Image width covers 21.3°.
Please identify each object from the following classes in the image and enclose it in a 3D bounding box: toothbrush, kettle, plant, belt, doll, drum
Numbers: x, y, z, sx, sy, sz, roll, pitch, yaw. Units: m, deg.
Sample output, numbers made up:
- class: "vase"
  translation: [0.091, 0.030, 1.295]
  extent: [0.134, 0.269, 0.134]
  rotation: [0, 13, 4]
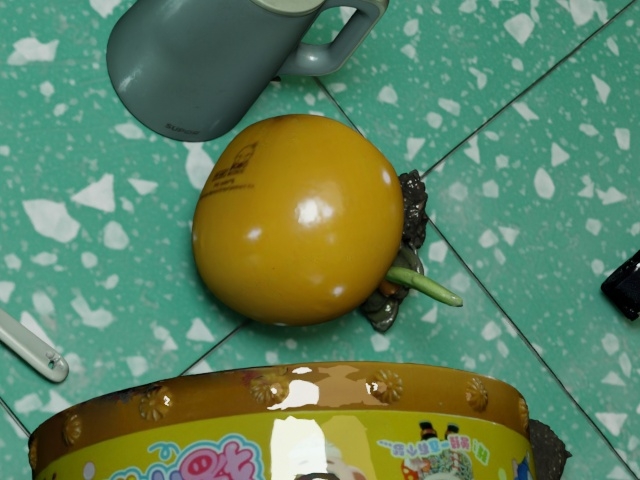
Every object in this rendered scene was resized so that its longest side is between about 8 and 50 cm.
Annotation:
- class: "toothbrush"
  translation: [-0.379, 0.007, 1.504]
  extent: [0.386, 0.040, 0.040]
  rotation: [40, 57, -12]
- class: "kettle"
  translation: [-0.063, -0.205, 1.632]
  extent: [0.211, 0.243, 0.160]
  rotation: [18, 62, -23]
- class: "plant"
  translation: [0.187, 0.240, 1.673]
  extent: [0.092, 0.094, 0.143]
  rotation: [53, 51, -12]
- class: "belt"
  translation: [0.365, 0.030, 1.848]
  extent: [0.140, 0.105, 0.058]
  rotation: [-34, 88, -44]
- class: "plant"
  translation: [0.073, 0.005, 1.721]
  extent: [0.085, 0.087, 0.174]
  rotation: [33, 59, -42]
- class: "doll"
  translation: [0.000, 0.000, 1.608]
  extent: [0.236, 0.213, 0.213]
  rotation: [36, 56, -25]
- class: "drum"
  translation: [-0.025, 0.250, 1.356]
  extent: [0.431, 0.431, 0.214]
  rotation: [6, 68, -26]

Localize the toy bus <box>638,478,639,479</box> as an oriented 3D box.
- class: "toy bus"
  translation: [0.296, 0.402, 1.591]
  extent: [0.440, 0.209, 0.249]
  rotation: [-37, 91, -34]
